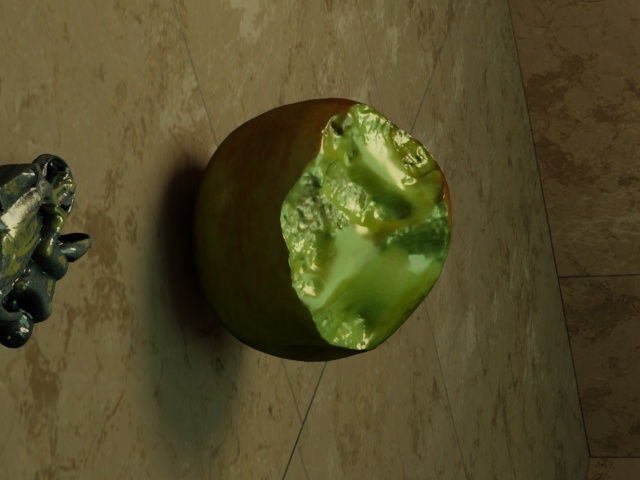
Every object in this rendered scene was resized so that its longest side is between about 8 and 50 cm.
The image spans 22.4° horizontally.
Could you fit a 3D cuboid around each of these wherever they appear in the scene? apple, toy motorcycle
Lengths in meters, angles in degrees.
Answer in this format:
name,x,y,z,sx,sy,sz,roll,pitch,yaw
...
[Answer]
name,x,y,z,sx,sy,sz,roll,pitch,yaw
apple,0.000,0.000,1.514,0.246,0.246,0.226,52,45,-59
toy motorcycle,-0.219,0.012,1.153,0.193,0.061,0.124,-38,123,-64
